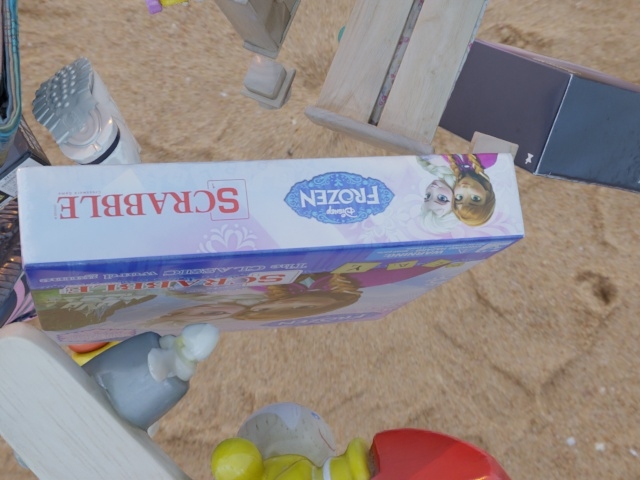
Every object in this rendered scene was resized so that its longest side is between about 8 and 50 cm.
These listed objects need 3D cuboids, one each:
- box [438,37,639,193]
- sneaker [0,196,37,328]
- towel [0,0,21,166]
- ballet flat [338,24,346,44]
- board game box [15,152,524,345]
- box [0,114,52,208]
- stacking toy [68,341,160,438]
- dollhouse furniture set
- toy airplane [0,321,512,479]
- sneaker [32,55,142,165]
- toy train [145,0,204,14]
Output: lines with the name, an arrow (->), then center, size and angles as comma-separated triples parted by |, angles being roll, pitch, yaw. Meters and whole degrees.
box -> 0.418, -0.224, 1.590 | 0.294, 0.296, 0.183 | 5, 110, -32
sneaker -> -0.397, 0.079, 1.120 | 0.112, 0.319, 0.131 | 10, 133, 18
towel -> -0.408, -0.238, 1.122 | 0.040, 0.370, 0.271 | -1, 89, -22
ballet flat -> 0.082, -0.251, 1.416 | 0.067, 0.073, 0.206 | 0, 72, -30
board game box -> -0.058, 0.018, 0.697 | 0.318, 0.318, 0.066 | -3, 76, -15
box -> -0.621, -0.144, 1.447 | 0.293, 0.073, 0.295 | -36, 68, 2
stacking toy -> -0.422, 0.241, 1.745 | 0.141, 0.141, 0.330 | -13, 107, 3
dollhouse furniture set -> 0.082, -0.247, 0.984 | 0.355, 0.174, 0.303 | 21, 88, 10
toy airplane -> -0.064, 0.244, 0.684 | 0.384, 0.272, 0.386 | 13, 127, 4
sneaker -> -0.268, -0.134, 1.059 | 0.090, 0.235, 0.095 | -38, 134, 6
toy train -> -0.073, -0.220, 0.707 | 0.125, 0.166, 0.046 | -29, 112, -31
